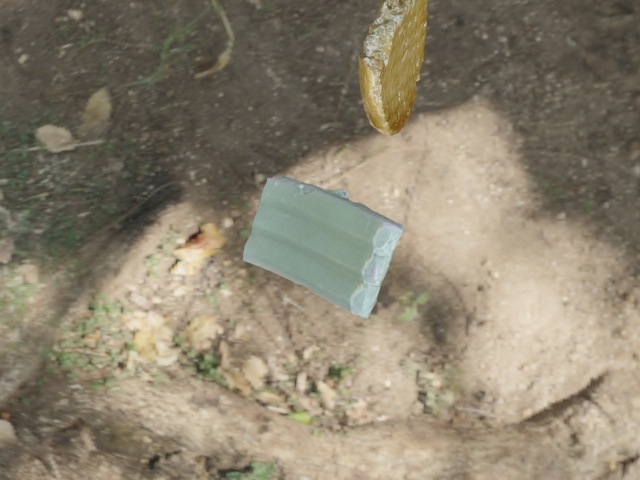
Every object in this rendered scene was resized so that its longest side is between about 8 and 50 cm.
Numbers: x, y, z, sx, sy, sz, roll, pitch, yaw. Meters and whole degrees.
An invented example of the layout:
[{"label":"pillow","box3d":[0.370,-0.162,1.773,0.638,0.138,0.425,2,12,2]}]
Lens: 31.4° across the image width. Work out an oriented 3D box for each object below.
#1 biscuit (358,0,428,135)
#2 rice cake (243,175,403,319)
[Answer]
[{"label":"biscuit","box3d":[0.081,-0.195,1.238,0.224,0.033,0.144,-65,156,-45]},{"label":"rice cake","box3d":[0.000,0.000,1.326,0.043,0.237,0.127,10,101,-41]}]
